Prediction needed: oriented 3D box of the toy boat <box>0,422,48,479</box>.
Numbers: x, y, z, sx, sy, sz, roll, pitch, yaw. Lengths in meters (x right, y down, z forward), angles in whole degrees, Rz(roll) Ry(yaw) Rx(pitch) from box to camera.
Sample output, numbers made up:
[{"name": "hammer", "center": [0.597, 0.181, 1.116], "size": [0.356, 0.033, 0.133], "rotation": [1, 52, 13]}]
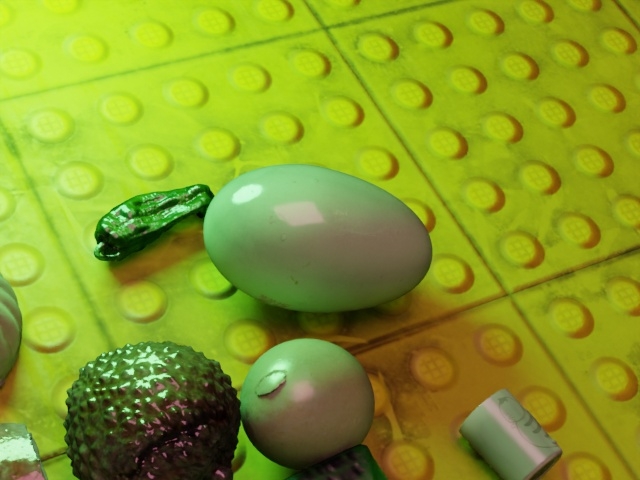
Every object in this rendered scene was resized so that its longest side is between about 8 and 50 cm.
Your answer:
[{"name": "toy boat", "center": [-0.503, 0.351, 1.709], "size": [0.282, 0.096, 0.206], "rotation": [-23, 55, -15]}]

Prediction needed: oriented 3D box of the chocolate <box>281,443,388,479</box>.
[{"name": "chocolate", "center": [-0.015, 0.493, 1.666], "size": [0.360, 0.161, 0.341], "rotation": [-21, 61, -27]}]

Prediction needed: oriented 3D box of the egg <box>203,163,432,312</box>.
[{"name": "egg", "center": [0.000, 0.000, 2.010], "size": [0.371, 0.230, 0.230], "rotation": [9, 51, -15]}]

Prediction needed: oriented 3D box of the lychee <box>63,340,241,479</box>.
[{"name": "lychee", "center": [-0.227, 0.258, 1.732], "size": [0.274, 0.255, 0.255], "rotation": [32, 51, 19]}]

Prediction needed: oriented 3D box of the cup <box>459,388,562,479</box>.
[{"name": "cup", "center": [0.301, 0.295, 1.946], "size": [0.136, 0.099, 0.133], "rotation": [-28, 64, -31]}]

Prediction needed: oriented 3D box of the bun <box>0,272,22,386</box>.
[{"name": "bun", "center": [-0.553, 0.093, 1.825], "size": [0.263, 0.175, 0.263], "rotation": [7, 50, -8]}]

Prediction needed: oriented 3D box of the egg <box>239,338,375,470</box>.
[{"name": "egg", "center": [-0.018, 0.234, 1.831], "size": [0.186, 0.253, 0.186], "rotation": [-4, 80, 20]}]

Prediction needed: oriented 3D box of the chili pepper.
[{"name": "chili pepper", "center": [-0.270, -0.033, 2.062], "size": [0.257, 0.074, 0.100], "rotation": [-30, 65, -33]}]
